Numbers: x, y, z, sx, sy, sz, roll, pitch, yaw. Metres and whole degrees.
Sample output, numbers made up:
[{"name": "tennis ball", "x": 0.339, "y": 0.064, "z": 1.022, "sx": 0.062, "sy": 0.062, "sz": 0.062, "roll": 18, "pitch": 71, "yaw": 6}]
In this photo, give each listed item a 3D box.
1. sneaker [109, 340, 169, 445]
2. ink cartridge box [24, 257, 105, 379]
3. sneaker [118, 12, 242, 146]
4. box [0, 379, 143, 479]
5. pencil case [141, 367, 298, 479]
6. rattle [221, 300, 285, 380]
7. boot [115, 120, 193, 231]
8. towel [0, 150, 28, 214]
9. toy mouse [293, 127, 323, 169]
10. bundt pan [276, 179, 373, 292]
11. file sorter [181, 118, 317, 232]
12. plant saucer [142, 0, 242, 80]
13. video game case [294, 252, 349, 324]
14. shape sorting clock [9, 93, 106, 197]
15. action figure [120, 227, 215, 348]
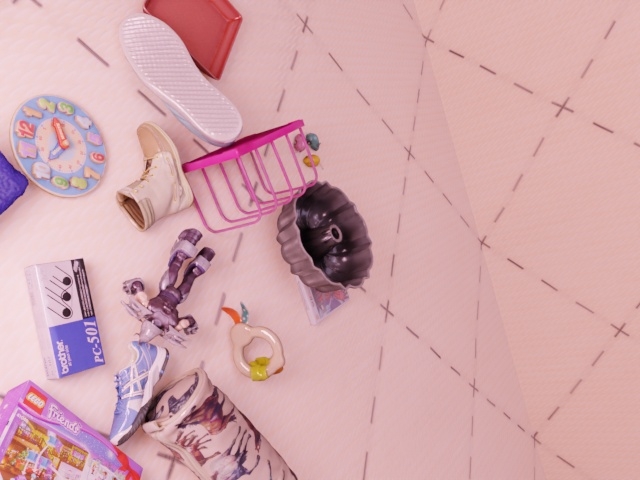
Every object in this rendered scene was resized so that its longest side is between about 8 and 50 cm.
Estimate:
[{"name": "sneaker", "x": -0.374, "y": 0.296, "z": 1.170, "sx": 0.081, "sy": 0.080, "sz": 0.211, "roll": 33, "pitch": 48, "yaw": -25}, {"name": "ink cartridge box", "x": -0.471, "y": 0.141, "z": 1.101, "sx": 0.097, "sy": 0.046, "sz": 0.207, "roll": -10, "pitch": 87, "yaw": -53}, {"name": "sneaker", "x": -0.337, "y": -0.357, "z": 1.404, "sx": 0.135, "sy": 0.150, "sz": 0.366, "roll": -40, "pitch": 95, "yaw": -17}, {"name": "box", "x": -0.432, "y": 0.400, "z": 0.996, "sx": 0.293, "sy": 0.057, "sz": 0.201, "roll": 53, "pitch": 17, "yaw": -28}, {"name": "pencil case", "x": -0.206, "y": 0.454, "z": 1.260, "sx": 0.410, "sy": 0.159, "sz": 0.184, "roll": 57, "pitch": 25, "yaw": -26}, {"name": "rattle", "x": -0.159, "y": 0.241, "z": 1.476, "sx": 0.200, "sy": 0.130, "sz": 0.142, "roll": 52, "pitch": 22, "yaw": 12}, {"name": "boot", "x": -0.379, "y": -0.141, "z": 1.294, "sx": 0.165, "sy": 0.077, "sz": 0.213, "roll": -40, "pitch": 114, "yaw": -49}, {"name": "towel", "x": -0.648, "y": -0.129, "z": 0.936, "sx": 0.308, "sy": 0.076, "sz": 0.228, "roll": 54, "pitch": 48, "yaw": -29}, {"name": "toy mouse", "x": -0.037, "y": -0.300, "z": 1.846, "sx": 0.161, "sy": 0.031, "sz": 0.143, "roll": 1, "pitch": 78, "yaw": -53}, {"name": "bundt pan", "x": 0.000, "y": 0.000, "z": 1.694, "sx": 0.330, "sy": 0.124, "sz": 0.331, "roll": 28, "pitch": 50, "yaw": -39}, {"name": "file sorter", "x": -0.166, "y": -0.160, "z": 1.486, "sx": 0.290, "sy": 0.202, "sz": 0.182, "roll": -39, "pitch": 113, "yaw": -52}, {"name": "plant saucer", "x": -0.329, "y": -0.576, "z": 1.528, "sx": 0.258, "sy": 0.047, "sz": 0.259, "roll": 41, "pitch": 49, "yaw": -39}, {"name": "video game case", "x": 0.006, "y": 0.130, "z": 1.771, "sx": 0.201, "sy": 0.023, "sz": 0.184, "roll": -28, "pitch": 101, "yaw": -54}, {"name": "shape sorting clock", "x": -0.506, "y": -0.185, "z": 1.165, "sx": 0.206, "sy": 0.040, "sz": 0.206, "roll": 21, "pitch": 63, "yaw": -49}, {"name": "action figure", "x": -0.317, "y": 0.112, "z": 1.269, "sx": 0.185, "sy": 0.099, "sz": 0.285, "roll": 50, "pitch": 41, "yaw": -28}]
